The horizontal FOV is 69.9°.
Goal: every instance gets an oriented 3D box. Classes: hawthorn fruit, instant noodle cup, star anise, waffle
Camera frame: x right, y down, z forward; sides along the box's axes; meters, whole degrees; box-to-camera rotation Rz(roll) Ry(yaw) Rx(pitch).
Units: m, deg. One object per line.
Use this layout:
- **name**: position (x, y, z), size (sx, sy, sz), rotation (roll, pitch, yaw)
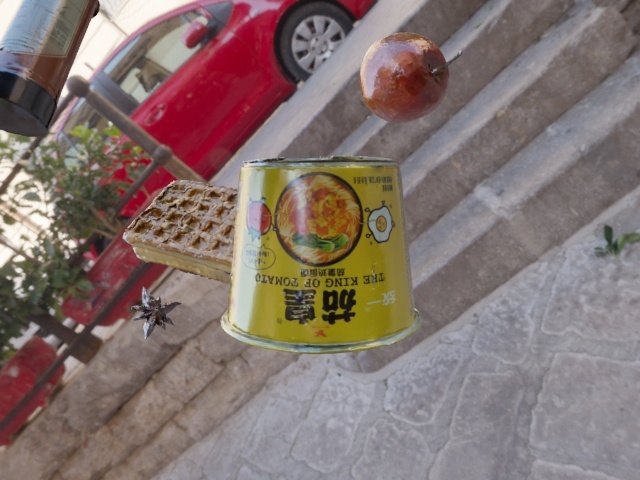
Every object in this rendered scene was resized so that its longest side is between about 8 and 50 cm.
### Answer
- **hawthorn fruit**: position (0.231, -0.422, 1.235), size (0.231, 0.235, 0.263), rotation (-41, 60, 11)
- **instant noodle cup**: position (0.000, 0.000, 0.412), size (0.182, 0.182, 0.144), rotation (-159, 66, -69)
- **star anise**: position (-0.436, 0.200, 1.198), size (0.056, 0.124, 0.129), rotation (-34, 35, 47)
- **waffle**: position (-0.226, -0.022, 0.964), size (0.308, 0.091, 0.213), rotation (12, 46, 19)

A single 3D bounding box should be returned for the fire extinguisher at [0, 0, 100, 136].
- **fire extinguisher**: position (-0.204, -0.164, 0.353), size (0.050, 0.062, 0.177), rotation (87, -171, -66)
